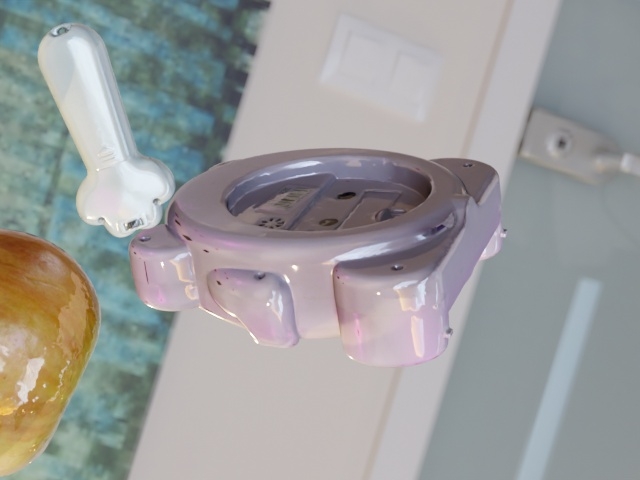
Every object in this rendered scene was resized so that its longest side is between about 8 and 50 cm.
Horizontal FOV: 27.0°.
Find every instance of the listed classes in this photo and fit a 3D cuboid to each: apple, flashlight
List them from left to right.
[{"bbox_3d":[-0.386,0.125,1.510,0.233,0.286,0.286,24,177,-8],"label":"apple"},{"bbox_3d":[-0.201,-0.102,1.216,0.093,0.200,0.047,-19,-167,4],"label":"flashlight"}]

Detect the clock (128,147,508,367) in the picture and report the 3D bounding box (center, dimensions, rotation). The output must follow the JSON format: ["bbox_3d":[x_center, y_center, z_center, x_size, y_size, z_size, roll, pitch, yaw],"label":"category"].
[{"bbox_3d":[0.000,0.000,1.308,0.322,0.113,0.295,4,-153,21],"label":"clock"}]
